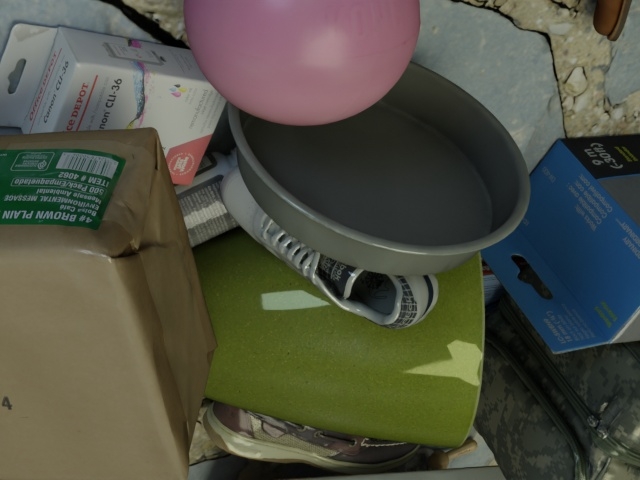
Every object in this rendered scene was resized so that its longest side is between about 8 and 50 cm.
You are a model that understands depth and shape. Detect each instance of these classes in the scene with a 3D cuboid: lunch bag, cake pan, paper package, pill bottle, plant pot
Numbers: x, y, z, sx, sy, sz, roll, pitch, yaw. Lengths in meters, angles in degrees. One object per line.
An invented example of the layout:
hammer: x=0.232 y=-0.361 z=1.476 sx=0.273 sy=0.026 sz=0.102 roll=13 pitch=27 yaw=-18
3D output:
lunch bag: x=0.303 y=0.193 z=1.708 sx=0.212 sy=0.305 sz=0.256 roll=17 pitch=116 yaw=-37
cake pan: x=0.049 y=-0.074 z=1.388 sx=0.293 sy=0.293 sz=0.054 roll=-2 pitch=135 yaw=-28
paper package: x=-0.281 y=0.064 z=1.318 sx=0.325 sy=0.168 sz=0.309 roll=0 pitch=135 yaw=12
pill bottle: x=-0.116 y=-0.040 z=1.474 sx=0.137 sy=0.078 sz=0.078 roll=-25 pitch=135 yaw=-7
plant pot: x=-0.008 y=0.076 z=1.534 sx=0.293 sy=0.275 sz=0.275 roll=0 pitch=129 yaw=-8

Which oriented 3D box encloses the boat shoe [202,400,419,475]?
boat shoe: x=0.006 y=0.203 z=1.737 sx=0.285 sy=0.103 sz=0.092 roll=10 pitch=127 yaw=-28

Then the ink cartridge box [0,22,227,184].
ink cartridge box: x=-0.195 y=-0.122 z=1.366 sx=0.198 sy=0.067 sz=0.115 roll=6 pitch=124 yaw=-33

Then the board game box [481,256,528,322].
board game box: x=0.251 y=0.080 z=1.817 sx=0.281 sy=0.027 sz=0.145 roll=-6 pitch=128 yaw=-25

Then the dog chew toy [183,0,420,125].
dog chew toy: x=-0.010 y=-0.268 z=1.261 sx=0.206 sy=0.206 sz=0.332 roll=-9 pitch=123 yaw=-22

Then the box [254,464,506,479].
box: x=0.044 y=0.382 z=1.789 sx=0.345 sy=0.168 sz=0.215 roll=1 pitch=158 yaw=-25

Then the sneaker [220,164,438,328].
sneaker: x=0.000 y=0.000 z=1.379 sx=0.090 sy=0.235 sz=0.095 roll=-63 pitch=164 yaw=18

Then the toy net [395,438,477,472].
toy net: x=0.167 y=0.259 z=1.912 sx=0.232 sy=0.045 sz=0.122 roll=-46 pitch=135 yaw=14

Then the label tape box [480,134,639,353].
label tape box: x=0.352 y=-0.008 z=1.645 sx=0.333 sy=0.240 sz=0.106 roll=-5 pitch=130 yaw=-26

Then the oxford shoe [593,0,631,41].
oxford shoe: x=0.284 y=-0.292 z=1.503 sx=0.076 sy=0.076 sz=0.212 roll=2 pitch=135 yaw=8
